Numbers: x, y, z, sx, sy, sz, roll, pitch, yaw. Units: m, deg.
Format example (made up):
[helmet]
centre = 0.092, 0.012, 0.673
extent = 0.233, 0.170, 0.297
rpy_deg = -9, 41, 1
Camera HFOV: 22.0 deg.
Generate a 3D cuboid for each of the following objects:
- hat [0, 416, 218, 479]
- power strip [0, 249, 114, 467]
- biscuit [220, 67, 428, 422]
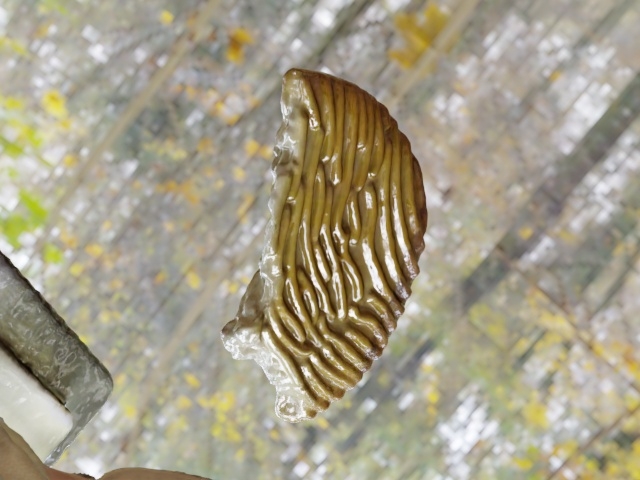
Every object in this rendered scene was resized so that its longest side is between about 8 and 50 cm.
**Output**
[hat]
centre = -0.076, 0.134, 0.511
extent = 0.226, 0.164, 0.219
rpy_deg = 45, 175, -7
[power strip]
centre = -0.260, 0.117, 0.976
extent = 0.092, 0.251, 0.257
rpy_deg = 39, 168, 31
[biscuit]
centre = 0.001, 0.000, 1.073
extent = 0.031, 0.176, 0.228
rpy_deg = 24, 143, 47
